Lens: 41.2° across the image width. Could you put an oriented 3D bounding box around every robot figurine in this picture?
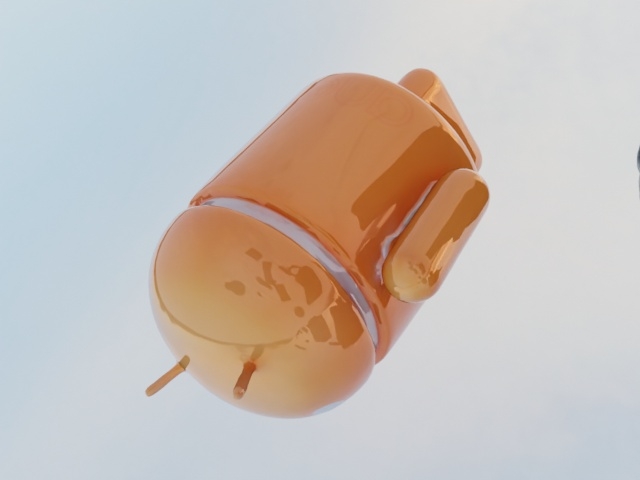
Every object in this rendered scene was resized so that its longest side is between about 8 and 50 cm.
[{"bbox_3d":[-0.001,0.001,0.444,0.158,0.128,0.219,27,-125,20],"label":"robot figurine"}]

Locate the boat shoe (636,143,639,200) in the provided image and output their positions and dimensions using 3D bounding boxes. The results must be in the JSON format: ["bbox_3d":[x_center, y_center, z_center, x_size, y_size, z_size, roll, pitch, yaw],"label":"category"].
[{"bbox_3d":[0.225,-0.134,0.386,0.121,0.119,0.335,-74,-175,-45],"label":"boat shoe"}]
